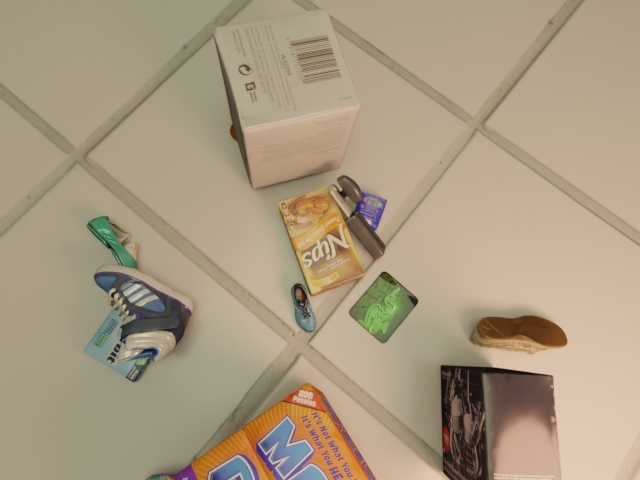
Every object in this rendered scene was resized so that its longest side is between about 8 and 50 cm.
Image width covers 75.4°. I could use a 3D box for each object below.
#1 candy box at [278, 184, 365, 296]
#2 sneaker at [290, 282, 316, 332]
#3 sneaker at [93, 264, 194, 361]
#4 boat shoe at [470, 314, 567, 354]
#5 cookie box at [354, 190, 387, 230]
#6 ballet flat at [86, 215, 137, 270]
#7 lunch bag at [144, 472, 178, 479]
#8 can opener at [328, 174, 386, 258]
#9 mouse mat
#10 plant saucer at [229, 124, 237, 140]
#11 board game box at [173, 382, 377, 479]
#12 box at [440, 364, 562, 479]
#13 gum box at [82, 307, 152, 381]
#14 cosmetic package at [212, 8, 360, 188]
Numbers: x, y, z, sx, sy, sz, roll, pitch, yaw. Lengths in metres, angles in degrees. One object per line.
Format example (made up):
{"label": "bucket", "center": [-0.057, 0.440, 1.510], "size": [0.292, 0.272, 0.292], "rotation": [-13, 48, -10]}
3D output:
{"label": "candy box", "center": [0.000, 0.000, 1.338], "size": [0.183, 0.087, 0.316], "rotation": [-20, 76, -7]}
{"label": "sneaker", "center": [-0.058, 0.209, 1.292], "size": [0.063, 0.073, 0.162], "rotation": [-19, 77, -6]}
{"label": "sneaker", "center": [-0.555, 0.223, 1.200], "size": [0.322, 0.130, 0.236], "rotation": [25, 46, -5]}
{"label": "boat shoe", "center": [0.616, 0.295, 1.292], "size": [0.285, 0.089, 0.105], "rotation": [8, 50, -2]}
{"label": "cookie box", "center": [0.163, -0.099, 1.391], "size": [0.091, 0.040, 0.107], "rotation": [21, 76, 4]}
{"label": "ballet flat", "center": [-0.642, 0.014, 1.326], "size": [0.087, 0.083, 0.247], "rotation": [-38, 82, -24]}
{"label": "lunch bag", "center": [-0.374, 0.765, 1.058], "size": [0.243, 0.115, 0.303], "rotation": [1, 38, -3]}
{"label": "can opener", "center": [0.130, -0.076, 1.314], "size": [0.095, 0.076, 0.283], "rotation": [-34, 100, 25]}
{"label": "mouse mat", "center": [0.205, 0.213, 1.333], "size": [0.152, 0.007, 0.190], "rotation": [40, 79, 8]}
{"label": "plant saucer", "center": [-0.278, -0.387, 1.465], "size": [0.083, 0.013, 0.083], "rotation": [0, 75, -2]}
{"label": "board game box", "center": [-0.063, 0.618, 1.014], "size": [0.356, 0.356, 0.356], "rotation": [-32, 67, -9]}
{"label": "box", "center": [0.454, 0.501, 1.096], "size": [0.179, 0.343, 0.313], "rotation": [3, 75, 0]}
{"label": "gum box", "center": [-0.597, 0.315, 1.269], "size": [0.184, 0.041, 0.157], "rotation": [28, 76, 6]}
{"label": "cosmetic package", "center": [-0.107, -0.407, 1.271], "size": [0.327, 0.394, 0.329], "rotation": [-16, 77, -9]}
